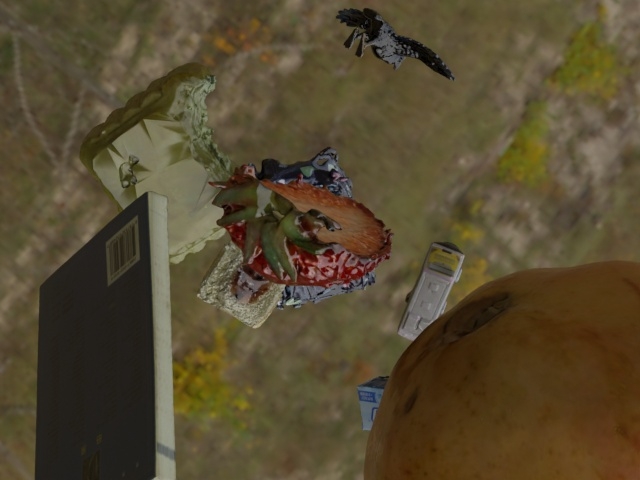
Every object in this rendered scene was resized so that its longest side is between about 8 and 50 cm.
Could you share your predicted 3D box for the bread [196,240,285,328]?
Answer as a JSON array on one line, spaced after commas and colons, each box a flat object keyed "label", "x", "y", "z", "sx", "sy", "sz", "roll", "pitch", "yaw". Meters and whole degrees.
[{"label": "bread", "x": -0.085, "y": 0.050, "z": 1.495, "sx": 0.070, "sy": 0.083, "sz": 0.035, "roll": -55, "pitch": -178, "yaw": -1}]

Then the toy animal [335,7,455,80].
[{"label": "toy animal", "x": 0.082, "y": -0.257, "z": 1.792, "sx": 0.108, "sy": 0.220, "sz": 0.062, "roll": 12, "pitch": 108, "yaw": -47}]

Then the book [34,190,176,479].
[{"label": "book", "x": -0.187, "y": 0.114, "z": 1.186, "sx": 0.025, "sy": 0.269, "sz": 0.191, "roll": 20, "pitch": 140, "yaw": -35}]

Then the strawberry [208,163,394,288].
[{"label": "strawberry", "x": -0.004, "y": 0.005, "z": 1.278, "sx": 0.208, "sy": 0.167, "sz": 0.087, "roll": 15, "pitch": 107, "yaw": -55}]

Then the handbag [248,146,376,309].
[{"label": "handbag", "x": -0.017, "y": -0.006, "z": 1.930, "sx": 0.162, "sy": 0.113, "sz": 0.260, "roll": -13, "pitch": 137, "yaw": 3}]

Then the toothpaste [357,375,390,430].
[{"label": "toothpaste", "x": 0.166, "y": 0.212, "z": 1.704, "sx": 0.053, "sy": 0.272, "sz": 0.066, "roll": -18, "pitch": 106, "yaw": -48}]

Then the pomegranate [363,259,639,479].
[{"label": "pomegranate", "x": 0.237, "y": 0.226, "z": 1.261, "sx": 0.411, "sy": 0.411, "sz": 0.411, "roll": -45, "pitch": 162, "yaw": -19}]

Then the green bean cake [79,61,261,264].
[{"label": "green bean cake", "x": -0.199, "y": -0.107, "z": 2.000, "sx": 0.233, "sy": 0.236, "sz": 0.124, "roll": -34, "pitch": -165, "yaw": 8}]

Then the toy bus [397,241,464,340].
[{"label": "toy bus", "x": 0.150, "y": 0.074, "z": 1.918, "sx": 0.172, "sy": 0.057, "sz": 0.072, "roll": 107, "pitch": 7, "yaw": -51}]
